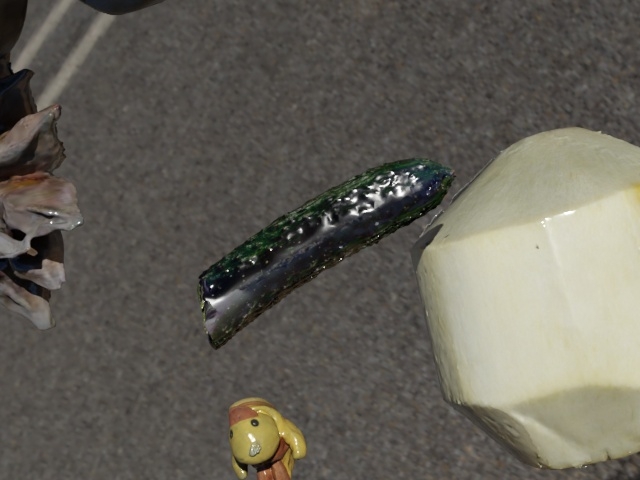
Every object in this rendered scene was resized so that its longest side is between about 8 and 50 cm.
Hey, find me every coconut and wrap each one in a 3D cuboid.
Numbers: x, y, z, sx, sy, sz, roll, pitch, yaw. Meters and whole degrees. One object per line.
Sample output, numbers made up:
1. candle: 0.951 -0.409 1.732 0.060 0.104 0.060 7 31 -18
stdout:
1. coconut: 0.233 0.044 1.050 0.323 0.323 0.323 -25 51 35

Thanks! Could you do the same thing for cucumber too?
1. cucumber: -0.002 -0.002 0.928 0.245 0.067 0.067 -35 43 4

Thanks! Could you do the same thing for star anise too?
1. star anise: -0.217 -0.038 0.762 0.182 0.065 0.195 58 141 28

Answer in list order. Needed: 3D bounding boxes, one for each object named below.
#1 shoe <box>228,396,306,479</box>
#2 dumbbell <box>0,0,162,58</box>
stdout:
1. shoe: -0.049 0.197 1.074 0.072 0.109 0.069 -7 44 -6
2. dumbbell: -0.185 -0.197 0.704 0.152 0.152 0.218 -7 20 44
